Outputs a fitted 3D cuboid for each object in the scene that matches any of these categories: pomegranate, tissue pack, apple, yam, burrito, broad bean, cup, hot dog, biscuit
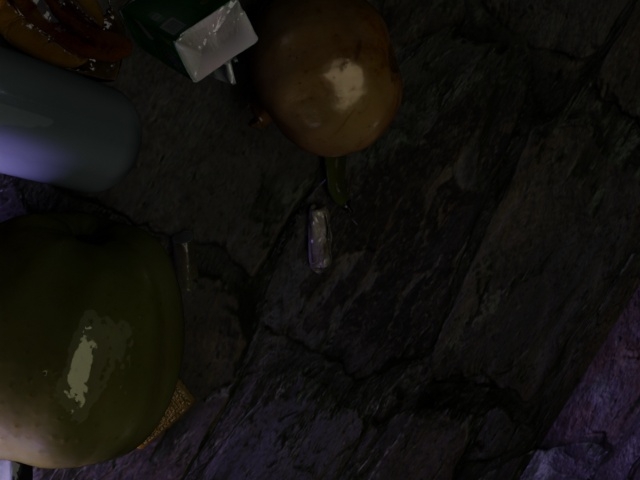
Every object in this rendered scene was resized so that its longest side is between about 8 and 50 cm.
[{"bbox_3d":[-0.007,-0.321,1.999,0.338,0.338,0.338,-18,123,-31],"label":"pomegranate"},{"bbox_3d":[-0.231,-0.370,1.850,0.148,0.209,0.156,-41,134,-15],"label":"tissue pack"},{"bbox_3d":[-0.462,0.169,1.798,0.474,0.474,0.473,-18,123,-31],"label":"apple"},{"bbox_3d":[-0.283,0.048,2.133,0.054,0.054,0.132,-17,121,-31],"label":"yam"},{"bbox_3d":[0.000,-0.001,2.337,0.058,0.045,0.188,-6,122,-8],"label":"burrito"},{"bbox_3d":[0.039,-0.184,2.264,0.075,0.067,0.325,-5,122,-3],"label":"broad bean"},{"bbox_3d":[-0.476,-0.201,1.752,0.312,0.205,0.205,15,103,-44],"label":"cup"},{"bbox_3d":[-0.439,-0.387,1.745,0.326,0.107,0.194,15,102,-42],"label":"hot dog"},{"bbox_3d":[-0.387,0.336,2.218,0.172,0.029,0.254,-41,132,-15],"label":"biscuit"}]

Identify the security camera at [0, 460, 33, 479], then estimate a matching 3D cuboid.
[{"bbox_3d":[-0.692,0.415,1.911,0.277,0.197,0.191,-2,146,-23],"label":"security camera"}]
